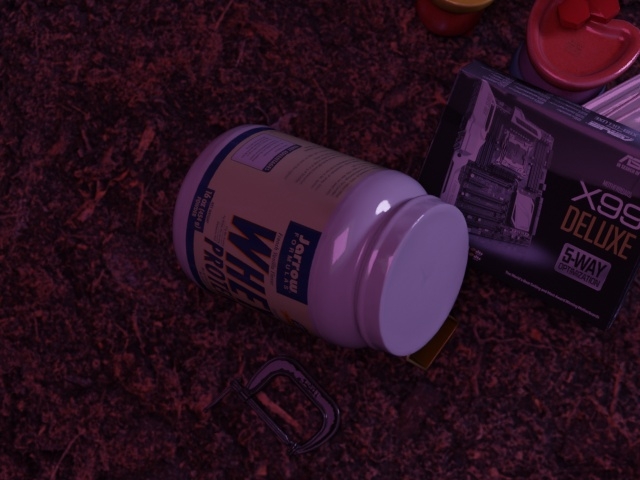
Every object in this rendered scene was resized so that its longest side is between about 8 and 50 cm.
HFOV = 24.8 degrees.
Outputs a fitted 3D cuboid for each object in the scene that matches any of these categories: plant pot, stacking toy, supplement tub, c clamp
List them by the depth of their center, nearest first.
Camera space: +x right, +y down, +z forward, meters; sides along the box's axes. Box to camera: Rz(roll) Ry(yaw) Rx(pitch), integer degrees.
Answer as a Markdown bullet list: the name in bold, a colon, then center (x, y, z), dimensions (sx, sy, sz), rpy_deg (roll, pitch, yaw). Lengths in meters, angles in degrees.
- **supplement tub**: center (0.000, 0.000, 1.860), dimensions (0.325, 0.235, 0.235), rpy_deg (21, 87, 32)
- **plant pot**: center (0.120, 0.112, 1.939), dimensions (0.083, 0.081, 0.081), rpy_deg (35, 90, 28)
- **stacking toy**: center (0.300, -0.320, 1.972), dimensions (0.309, 0.130, 0.279), rpy_deg (41, 66, 12)
- **c clamp**: center (-0.058, 0.233, 1.990), dimensions (0.161, 0.022, 0.137), rpy_deg (40, 87, 16)

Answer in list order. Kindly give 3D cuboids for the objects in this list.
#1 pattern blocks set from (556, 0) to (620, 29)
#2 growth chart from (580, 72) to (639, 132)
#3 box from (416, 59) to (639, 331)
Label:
- **pattern blocks set**: center (0.432, -0.421, 1.926), dimensions (0.325, 0.026, 0.285), rpy_deg (-16, 67, -3)
- **growth chart**: center (0.419, -0.095, 1.895), dimensions (0.172, 0.021, 0.237), rpy_deg (-21, 98, 6)
- **box**: center (0.284, -0.060, 1.878), dimensions (0.307, 0.076, 0.242), rpy_deg (27, 116, 14)
